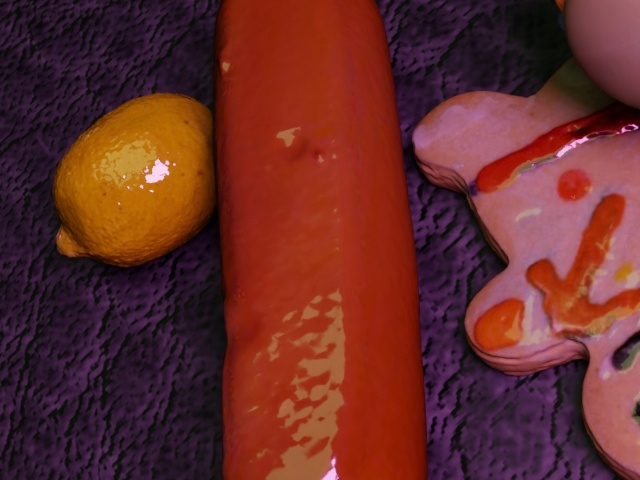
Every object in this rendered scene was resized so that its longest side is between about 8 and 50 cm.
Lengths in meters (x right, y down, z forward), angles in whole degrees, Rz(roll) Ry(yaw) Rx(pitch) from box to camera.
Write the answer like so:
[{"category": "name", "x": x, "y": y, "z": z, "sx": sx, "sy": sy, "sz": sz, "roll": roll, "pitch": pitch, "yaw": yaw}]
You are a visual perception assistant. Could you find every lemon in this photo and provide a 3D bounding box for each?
[{"category": "lemon", "x": -0.096, "y": -0.030, "z": 0.662, "sx": 0.110, "sy": 0.082, "sz": 0.082, "roll": -35, "pitch": 54, "yaw": -7}]

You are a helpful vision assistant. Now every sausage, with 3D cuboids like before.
[{"category": "sausage", "x": 0.000, "y": 0.000, "z": 0.591, "sx": 0.094, "sy": 0.097, "sz": 0.348, "roll": -19, "pitch": 56, "yaw": 21}]

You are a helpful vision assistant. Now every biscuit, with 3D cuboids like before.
[{"category": "biscuit", "x": 0.134, "y": 0.006, "z": 0.571, "sx": 0.153, "sy": 0.030, "sz": 0.234, "roll": -23, "pitch": 55, "yaw": 13}]

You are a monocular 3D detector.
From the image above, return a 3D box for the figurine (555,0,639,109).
[{"category": "figurine", "x": 0.203, "y": -0.154, "z": 0.563, "sx": 0.180, "sy": 0.154, "sz": 0.262, "roll": 15, "pitch": 44, "yaw": 34}]
